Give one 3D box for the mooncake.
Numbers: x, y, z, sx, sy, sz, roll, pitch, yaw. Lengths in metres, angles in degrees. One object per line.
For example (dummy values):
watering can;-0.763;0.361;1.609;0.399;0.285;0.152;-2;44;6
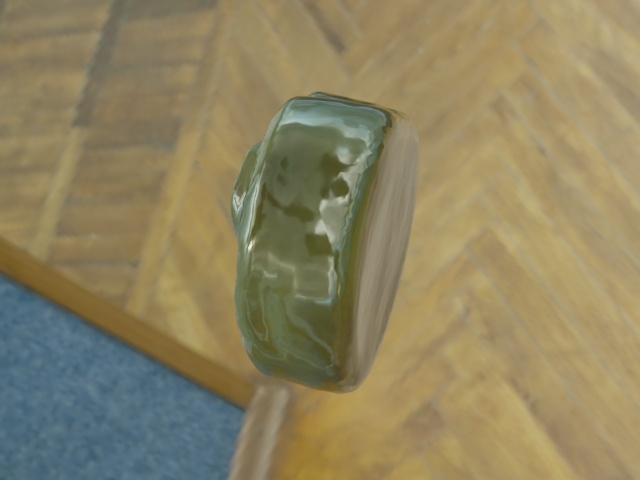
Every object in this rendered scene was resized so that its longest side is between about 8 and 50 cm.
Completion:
mooncake;0.000;0.000;1.248;0.117;0.235;0.235;13;71;9
